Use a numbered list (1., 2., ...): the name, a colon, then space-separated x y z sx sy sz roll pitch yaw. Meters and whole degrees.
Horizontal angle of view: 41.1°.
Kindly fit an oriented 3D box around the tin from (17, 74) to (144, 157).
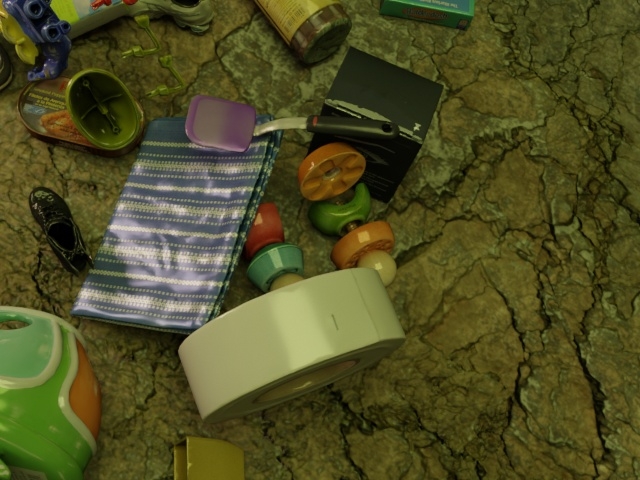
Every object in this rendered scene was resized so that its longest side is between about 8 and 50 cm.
1. tin: -0.362 -0.189 1.299 0.189 0.040 0.106 14 72 -4

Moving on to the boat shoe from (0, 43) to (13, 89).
1. boat shoe: -0.606 -0.350 1.280 0.335 0.095 0.112 41 69 6

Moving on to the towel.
1. towel: -0.203 -0.036 1.206 0.243 0.040 0.336 5 64 27

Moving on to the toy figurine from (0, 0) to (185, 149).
1. toy figurine: -0.389 -0.323 1.244 0.191 0.217 0.363 -45 127 -17

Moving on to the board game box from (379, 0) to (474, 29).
1. board game box: 0.192 -0.483 1.498 0.160 0.047 0.210 8 70 -7

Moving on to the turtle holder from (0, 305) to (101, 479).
1. turtle holder: -0.421 0.209 1.062 0.320 0.243 0.228 -8 48 28

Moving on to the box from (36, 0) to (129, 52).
1. box: -0.384 -0.381 1.337 0.178 0.042 0.109 -24 76 -1

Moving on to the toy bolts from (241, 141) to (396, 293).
1. toy bolts: 0.000 0.000 1.207 0.228 0.218 0.159 -23 62 -10

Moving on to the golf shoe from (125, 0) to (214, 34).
1. golf shoe: -0.256 -0.393 1.365 0.176 0.086 0.069 11 71 -4

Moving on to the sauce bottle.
1. sauce bottle: -0.085 -0.453 1.403 0.111 0.111 0.344 -33 80 -19

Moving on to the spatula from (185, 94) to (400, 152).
1. spatula: -0.039 -0.156 1.167 0.296 0.030 0.084 4 63 12

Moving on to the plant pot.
1. plant pot: -0.146 0.305 1.136 0.083 0.081 0.082 3 69 -22

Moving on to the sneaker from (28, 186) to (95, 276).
1. sneaker: -0.367 -0.017 1.206 0.051 0.089 0.170 -27 77 -18

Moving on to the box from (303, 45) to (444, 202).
1. box: 0.075 -0.167 1.275 0.153 0.207 0.108 23 66 -2

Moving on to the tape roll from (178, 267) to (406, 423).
1. tape roll: -0.034 0.138 1.104 0.286 0.286 0.100 -18 74 -16
